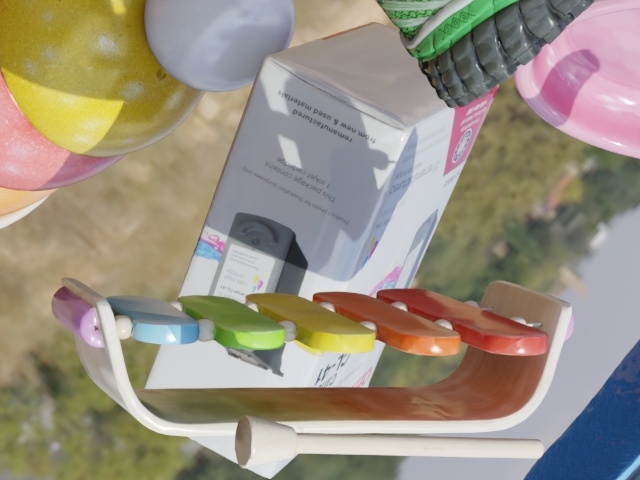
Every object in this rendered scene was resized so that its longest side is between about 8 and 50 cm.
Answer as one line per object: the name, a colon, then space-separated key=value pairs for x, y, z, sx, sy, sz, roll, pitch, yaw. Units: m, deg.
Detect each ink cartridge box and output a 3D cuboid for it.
ink cartridge box: x=0.000 y=0.000 z=1.459 sx=0.226 sy=0.131 sz=0.306 roll=-33 pitch=147 yaw=-63

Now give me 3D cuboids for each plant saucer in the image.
plant saucer: x=0.349 y=-0.176 z=1.755 sx=0.332 sy=0.332 sz=0.084 roll=117 pitch=-16 yaw=-67

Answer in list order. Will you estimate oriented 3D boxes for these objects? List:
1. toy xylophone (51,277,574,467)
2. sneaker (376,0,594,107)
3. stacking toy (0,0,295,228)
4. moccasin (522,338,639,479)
toy xylophone: x=0.008 y=0.073 z=1.127 sx=0.236 sy=0.322 sz=0.081 roll=14 pitch=-78 yaw=62
sneaker: x=0.122 y=-0.197 z=0.900 sx=0.343 sy=0.146 sz=0.134 roll=-37 pitch=-173 yaw=46
stacking toy: x=-0.206 y=-0.167 z=1.595 sx=0.480 sy=0.351 sz=0.350 roll=4 pitch=-142 yaw=45
moccasin: x=0.309 y=0.151 z=1.591 sx=0.342 sy=0.117 sz=0.138 roll=-41 pitch=-142 yaw=7
